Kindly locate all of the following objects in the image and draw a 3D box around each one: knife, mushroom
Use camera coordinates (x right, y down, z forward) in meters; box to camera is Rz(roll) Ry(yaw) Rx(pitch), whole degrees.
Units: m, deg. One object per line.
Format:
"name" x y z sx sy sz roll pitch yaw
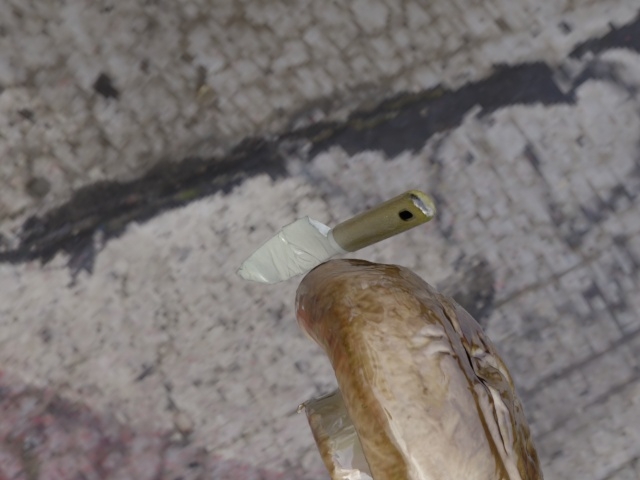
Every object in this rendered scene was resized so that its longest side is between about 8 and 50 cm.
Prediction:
"knife" 0.001 -0.002 1.223 0.047 0.298 0.017 40 64 -13
"mushroom" 0.069 0.132 1.077 0.146 0.278 0.278 -25 80 0
